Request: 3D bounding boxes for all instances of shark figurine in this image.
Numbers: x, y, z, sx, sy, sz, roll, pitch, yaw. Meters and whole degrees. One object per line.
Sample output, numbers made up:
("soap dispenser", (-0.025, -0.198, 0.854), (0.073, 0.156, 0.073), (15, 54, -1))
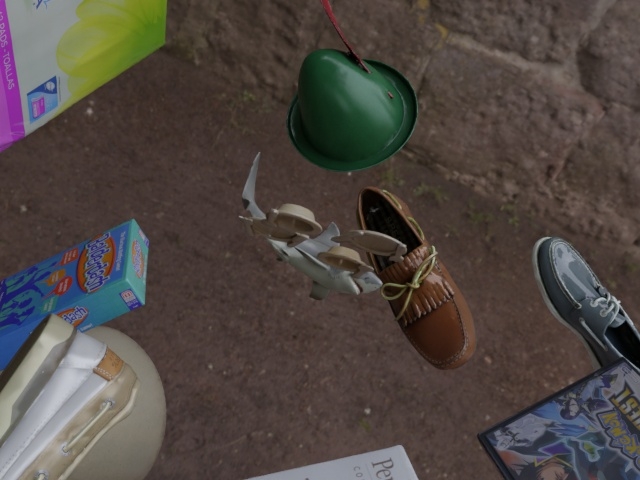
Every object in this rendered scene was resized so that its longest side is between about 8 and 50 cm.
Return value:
("shark figurine", (-0.024, -0.009, 1.159), (0.278, 0.166, 0.116), (38, 63, -2))

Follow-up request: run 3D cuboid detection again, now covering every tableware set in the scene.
("tableware set", (0.000, 0.001, 0.713), (0.168, 0.141, 0.020), (19, 73, -11))

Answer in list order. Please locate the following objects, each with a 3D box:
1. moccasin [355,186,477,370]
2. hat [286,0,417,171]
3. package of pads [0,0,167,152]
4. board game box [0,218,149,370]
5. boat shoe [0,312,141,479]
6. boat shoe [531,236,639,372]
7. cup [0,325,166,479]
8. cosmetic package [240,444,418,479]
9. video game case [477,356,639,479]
("moccasin", (0.163, 0.057, 1.275), (0.147, 0.139, 0.380), (34, 33, -54))
("hat", (0.010, -0.212, 0.863), (0.173, 0.183, 0.208), (-42, 60, -6))
("package of pads", (-0.264, -0.229, 0.652), (0.101, 0.229, 0.296), (32, 52, 10))
("board game box", (-0.328, 0.067, 0.917), (0.210, 0.047, 0.160), (-25, 30, 2))
("boat shoe", (-0.257, 0.212, 0.557), (0.103, 0.113, 0.302), (36, 79, -20))
("boat shoe", (0.462, 0.123, 1.141), (0.116, 0.099, 0.320), (-27, 83, -31))
("cup", (-0.466, 0.307, 1.204), (0.331, 0.331, 0.237), (41, 4, 18))
("cosmetic package", (-0.030, 0.509, 0.847), (0.393, 0.328, 0.329), (-10, 23, -8))
("video game case", (0.381, 0.304, 0.933), (0.248, 0.035, 0.275), (-28, 36, -2))
